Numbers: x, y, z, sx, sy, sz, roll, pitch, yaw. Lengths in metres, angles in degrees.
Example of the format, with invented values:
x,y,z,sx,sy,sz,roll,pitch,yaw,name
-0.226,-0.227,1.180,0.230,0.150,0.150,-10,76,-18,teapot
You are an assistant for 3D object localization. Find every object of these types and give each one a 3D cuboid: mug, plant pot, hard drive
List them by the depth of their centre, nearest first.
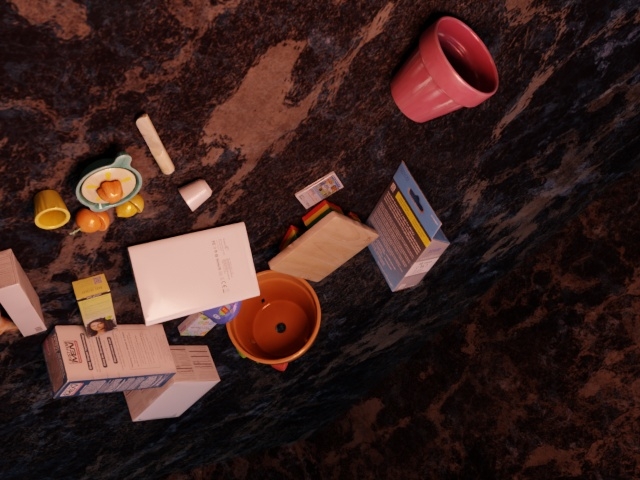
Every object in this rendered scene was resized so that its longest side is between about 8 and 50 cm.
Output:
x,y,z,sx,sy,sz,roll,pitch,yaw,name
0.263,-0.364,1.471,0.201,0.201,0.180,1,157,-42,plant pot
-0.292,-0.115,1.546,0.064,0.078,0.062,-34,120,-5,mug
-0.324,0.082,1.703,0.307,0.203,0.040,-14,-176,-24,hard drive
-0.136,0.257,2.081,0.290,0.291,0.203,-25,161,-4,plant pot

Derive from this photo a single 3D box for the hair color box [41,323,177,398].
x,y,z,sx,sy,sz,roll,pitch,yaw,name
-0.606,0.342,1.908,0.347,0.174,0.105,7,138,-47,hair color box

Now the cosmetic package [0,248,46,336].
x,y,z,sx,sy,sz,roll,pitch,yaw,name
-0.707,0.127,1.534,0.060,0.099,0.239,-16,150,-16,cosmetic package

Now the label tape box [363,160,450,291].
x,y,z,sx,sy,sz,roll,pitch,yaw,name
0.265,-0.042,1.949,0.105,0.241,0.334,-9,148,-30,label tape box

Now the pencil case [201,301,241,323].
x,y,z,sx,sy,sz,roll,pitch,yaw,name
-0.324,0.143,1.875,0.133,0.119,0.306,-30,152,4,pencil case

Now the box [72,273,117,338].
x,y,z,sx,sy,sz,roll,pitch,yaw,name
-0.600,0.180,1.762,0.087,0.058,0.232,-17,150,-20,box

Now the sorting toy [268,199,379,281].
x,y,z,sx,sy,sz,roll,pitch,yaw,name
0.000,0.000,1.952,0.255,0.089,0.257,-38,151,20,sorting toy

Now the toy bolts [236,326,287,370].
x,y,z,sx,sy,sz,roll,pitch,yaw,name
-0.174,0.319,2.272,0.158,0.228,0.218,-47,137,-35,toy bolts

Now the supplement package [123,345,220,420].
x,y,z,sx,sy,sz,roll,pitch,yaw,name
-0.517,0.492,2.278,0.262,0.145,0.204,-42,149,27,supplement package

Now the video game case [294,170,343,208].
x,y,z,sx,sy,sz,roll,pitch,yaw,name
-0.003,-0.137,1.799,0.122,0.011,0.087,-30,152,6,video game case

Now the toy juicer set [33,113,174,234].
x,y,z,sx,sy,sz,roll,pitch,yaw,name
-0.422,-0.107,1.393,0.329,0.090,0.209,-34,152,12,toy juicer set

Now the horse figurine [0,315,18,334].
x,y,z,sx,sy,sz,roll,pitch,yaw,name
-0.823,0.190,1.575,0.174,0.066,0.263,-12,152,-16,horse figurine

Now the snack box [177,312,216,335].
x,y,z,sx,sy,sz,roll,pitch,yaw,name
-0.375,0.254,2.109,0.141,0.037,0.100,-41,149,26,snack box
